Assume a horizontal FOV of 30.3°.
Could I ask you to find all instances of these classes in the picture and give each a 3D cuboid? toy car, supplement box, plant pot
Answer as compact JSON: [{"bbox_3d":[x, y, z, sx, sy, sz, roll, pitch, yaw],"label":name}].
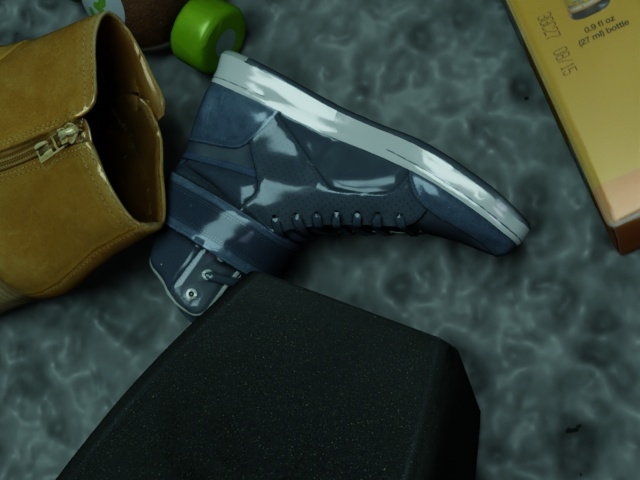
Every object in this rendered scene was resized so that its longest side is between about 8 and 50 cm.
[{"bbox_3d":[-0.127,-0.218,0.766,0.155,0.188,0.149,31,88,23],"label":"toy car"},{"bbox_3d":[0.164,-0.114,0.704,0.078,0.080,0.233,-23,72,11],"label":"supplement box"},{"bbox_3d":[-0.005,0.129,0.654,0.187,0.188,0.167,20,71,22],"label":"plant pot"}]

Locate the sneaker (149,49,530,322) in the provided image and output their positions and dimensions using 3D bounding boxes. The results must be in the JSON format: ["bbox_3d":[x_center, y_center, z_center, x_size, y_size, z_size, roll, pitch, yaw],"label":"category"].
[{"bbox_3d":[0.000,0.000,0.726,0.226,0.086,0.163,27,88,21],"label":"sneaker"}]

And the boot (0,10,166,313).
[{"bbox_3d":[-0.207,-0.105,0.780,0.211,0.104,0.295,-29,78,34],"label":"boot"}]
